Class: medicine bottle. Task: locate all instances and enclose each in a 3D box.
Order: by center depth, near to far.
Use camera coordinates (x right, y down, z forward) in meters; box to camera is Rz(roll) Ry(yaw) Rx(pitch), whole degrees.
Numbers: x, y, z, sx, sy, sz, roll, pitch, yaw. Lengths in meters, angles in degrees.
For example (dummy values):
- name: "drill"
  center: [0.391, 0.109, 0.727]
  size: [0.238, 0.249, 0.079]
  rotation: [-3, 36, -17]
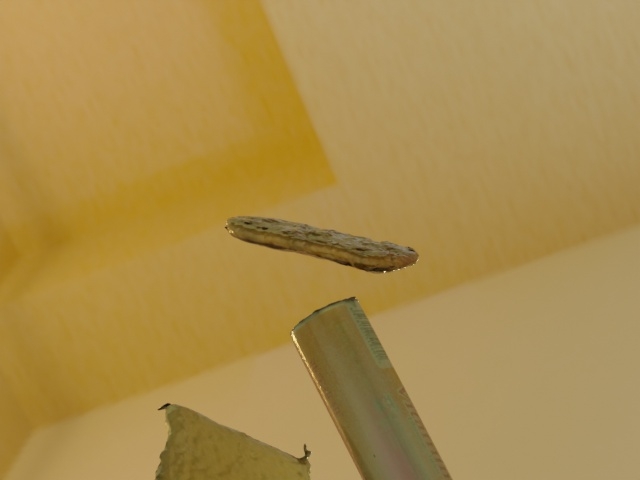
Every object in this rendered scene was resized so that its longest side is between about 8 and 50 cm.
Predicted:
- name: "medicine bottle"
  center: [0.099, 0.268, 1.781]
  size: [0.108, 0.426, 0.108]
  rotation: [-24, 162, -9]

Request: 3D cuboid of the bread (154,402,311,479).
- name: "bread"
  center: [-0.074, 0.199, 1.005]
  size: [0.152, 0.127, 0.147]
  rotation: [-53, -157, 28]

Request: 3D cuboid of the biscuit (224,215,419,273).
- name: "biscuit"
  center: [0.000, 0.000, 1.911]
  size: [0.247, 0.029, 0.118]
  rotation: [12, -166, 25]
